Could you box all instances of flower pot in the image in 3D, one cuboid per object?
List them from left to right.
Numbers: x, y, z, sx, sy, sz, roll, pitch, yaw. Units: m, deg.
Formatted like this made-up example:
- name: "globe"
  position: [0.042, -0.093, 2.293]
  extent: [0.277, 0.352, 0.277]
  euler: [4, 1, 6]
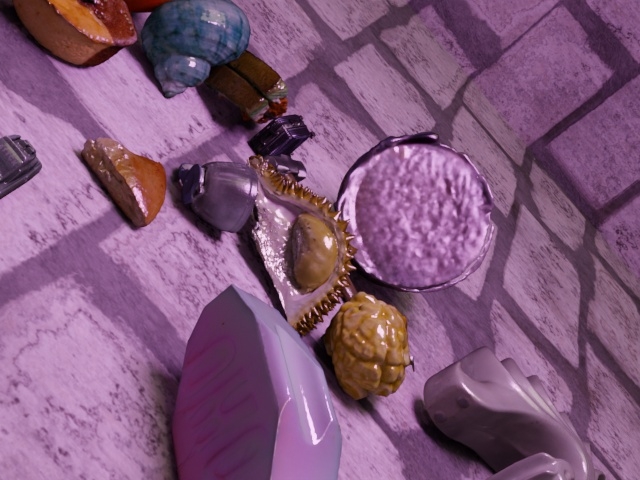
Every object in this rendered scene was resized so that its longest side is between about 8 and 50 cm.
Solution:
- name: "flower pot"
  position: [0.347, 0.357, 1.903]
  extent: [0.367, 0.164, 0.254]
  euler: [54, 29, 4]

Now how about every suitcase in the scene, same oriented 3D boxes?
- name: "suitcase"
  position: [-0.072, -0.196, 2.038]
  extent: [0.059, 0.086, 0.126]
  euler: [52, 23, 5]

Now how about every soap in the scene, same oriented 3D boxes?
- name: "soap"
  position: [-0.083, 0.218, 1.287]
  extent: [0.109, 0.193, 0.324]
  euler: [31, 30, -39]

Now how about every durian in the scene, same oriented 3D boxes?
- name: "durian"
  position: [-0.040, 0.001, 1.763]
  extent: [0.166, 0.172, 0.306]
  euler: [-17, 86, -21]

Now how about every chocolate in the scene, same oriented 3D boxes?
- name: "chocolate"
  position: [0.168, -0.033, 2.046]
  extent: [0.303, 0.303, 0.213]
  euler: [54, -11, 5]

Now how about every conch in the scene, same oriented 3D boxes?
- name: "conch"
  position: [-0.221, -0.346, 1.884]
  extent: [0.196, 0.202, 0.134]
  euler: [38, 7, -41]

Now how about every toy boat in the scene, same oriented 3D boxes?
- name: "toy boat"
  position: [-0.411, -0.074, 1.256]
  extent: [0.078, 0.085, 0.260]
  euler: [50, 24, -4]

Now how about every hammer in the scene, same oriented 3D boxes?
- name: "hammer"
  position: [0.000, 0.000, 1.955]
  extent: [0.111, 0.043, 0.365]
  euler: [6, 52, -60]

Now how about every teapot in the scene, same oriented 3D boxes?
- name: "teapot"
  position: [-0.166, -0.090, 1.697]
  extent: [0.108, 0.111, 0.149]
  euler: [19, 42, -27]

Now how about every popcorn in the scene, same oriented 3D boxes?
- name: "popcorn"
  position: [0.084, 0.177, 1.727]
  extent: [0.173, 0.142, 0.173]
  euler: [158, -90, -89]

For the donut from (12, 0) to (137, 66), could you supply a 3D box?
- name: "donut"
  position: [-0.386, -0.340, 1.686]
  extent: [0.217, 0.085, 0.141]
  euler: [11, 46, -55]

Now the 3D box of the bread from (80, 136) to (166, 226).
- name: "bread"
  position: [-0.271, -0.078, 1.559]
  extent: [0.154, 0.054, 0.136]
  euler: [19, 42, -47]

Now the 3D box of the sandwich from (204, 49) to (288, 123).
- name: "sandwich"
  position: [-0.123, -0.268, 2.000]
  extent: [0.185, 0.109, 0.160]
  euler: [45, -6, 42]

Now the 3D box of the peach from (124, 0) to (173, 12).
- name: "peach"
  position: [-0.324, -0.515, 1.863]
  extent: [0.248, 0.275, 0.245]
  euler: [43, 60, 12]
